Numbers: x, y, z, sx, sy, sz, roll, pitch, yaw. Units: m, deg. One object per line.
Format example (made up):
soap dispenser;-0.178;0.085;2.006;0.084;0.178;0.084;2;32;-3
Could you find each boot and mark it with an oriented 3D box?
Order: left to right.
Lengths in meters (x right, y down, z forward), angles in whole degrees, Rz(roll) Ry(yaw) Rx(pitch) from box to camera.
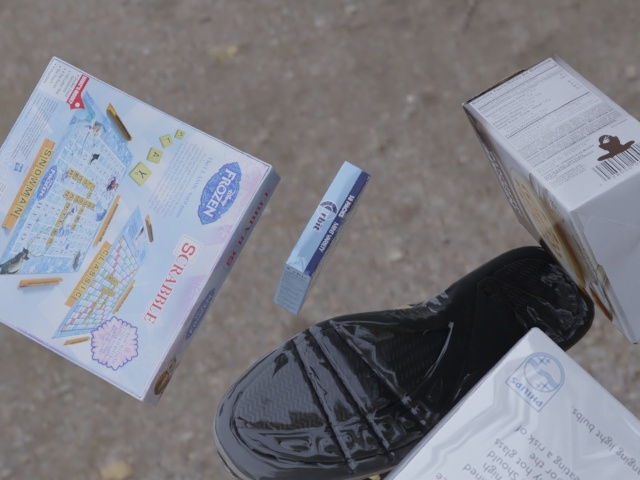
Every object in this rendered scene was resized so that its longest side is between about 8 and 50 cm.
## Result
boot;0.044;0.155;1.494;0.377;0.284;0.138;-27;76;-30

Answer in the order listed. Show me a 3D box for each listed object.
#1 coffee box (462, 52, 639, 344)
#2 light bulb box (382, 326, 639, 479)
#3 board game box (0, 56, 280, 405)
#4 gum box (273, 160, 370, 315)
coffee box;0.222;-0.041;1.358;0.098;0.141;0.246;-30;27;-1
light bulb box;0.055;0.302;1.063;0.225;0.358;0.361;42;64;9
board game box;-0.261;-0.013;1.994;0.318;0.066;0.319;28;84;15
gum box;0.000;0.000;2.119;0.041;0.184;0.157;30;72;3
